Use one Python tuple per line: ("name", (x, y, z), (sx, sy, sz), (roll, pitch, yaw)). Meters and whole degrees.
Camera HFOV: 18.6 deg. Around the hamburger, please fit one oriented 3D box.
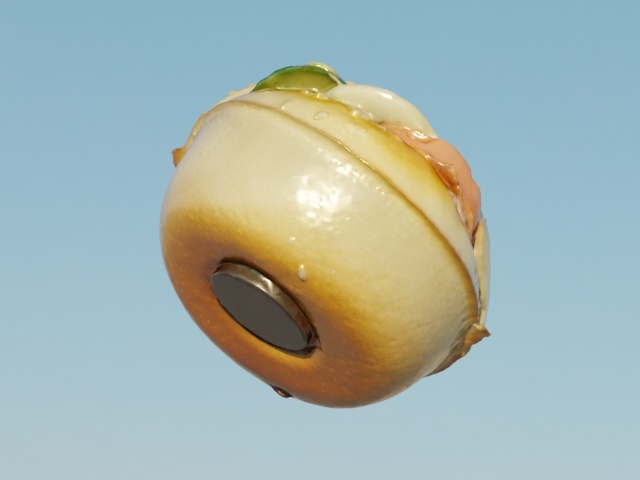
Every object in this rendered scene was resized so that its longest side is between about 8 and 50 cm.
("hamburger", (0.003, 0.003, 1.197), (0.237, 0.147, 0.237), (29, -33, 20))
